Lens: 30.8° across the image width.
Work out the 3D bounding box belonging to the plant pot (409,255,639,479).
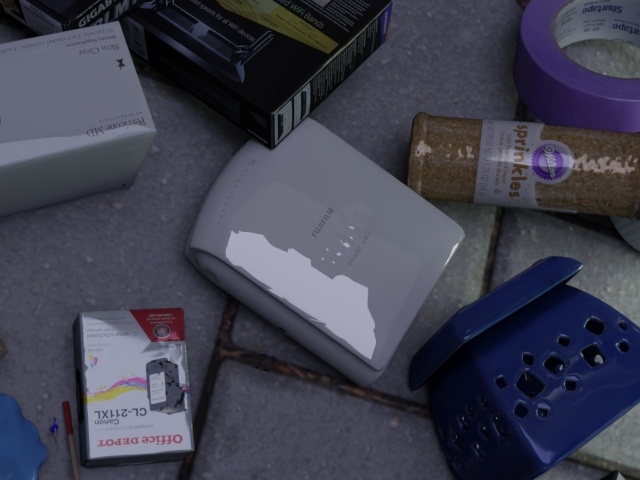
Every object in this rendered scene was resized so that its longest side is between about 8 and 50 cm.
[{"bbox_3d":[0.256,0.168,1.452,0.236,0.236,0.212,-29,77,-24],"label":"plant pot"}]

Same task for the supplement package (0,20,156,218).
[{"bbox_3d":[-0.351,-0.126,1.361,0.262,0.204,0.145,-17,80,-22],"label":"supplement package"}]

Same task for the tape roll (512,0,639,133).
[{"bbox_3d":[0.415,-0.259,1.644,0.275,0.090,0.274,0,50,0],"label":"tape roll"}]

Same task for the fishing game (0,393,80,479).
[{"bbox_3d":[-0.389,0.242,1.281,0.264,0.041,0.189,8,52,-37],"label":"fishing game"}]

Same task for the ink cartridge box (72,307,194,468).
[{"bbox_3d":[-0.222,0.174,1.379,0.128,0.072,0.175,-2,73,-19],"label":"ink cartridge box"}]

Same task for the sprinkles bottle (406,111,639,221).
[{"bbox_3d":[0.295,-0.096,1.540,0.356,0.121,0.121,5,70,7],"label":"sprinkles bottle"}]

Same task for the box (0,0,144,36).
[{"bbox_3d":[-0.319,-0.406,1.483,0.293,0.073,0.295,36,64,17],"label":"box"}]

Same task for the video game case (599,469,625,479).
[{"bbox_3d":[0.411,0.445,1.432,0.248,0.035,0.275,50,29,2],"label":"video game case"}]

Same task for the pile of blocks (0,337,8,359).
[{"bbox_3d":[-0.520,0.036,1.322,0.112,0.149,0.362,-45,82,8],"label":"pile of blocks"}]

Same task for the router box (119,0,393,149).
[{"bbox_3d":[-0.101,-0.293,1.509,0.309,0.081,0.243,36,65,18],"label":"router box"}]

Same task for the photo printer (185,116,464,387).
[{"bbox_3d":[0.000,0.000,1.485,0.308,0.107,0.256,36,66,-4],"label":"photo printer"}]

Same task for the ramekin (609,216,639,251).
[{"bbox_3d":[0.507,-0.069,1.667,0.207,0.109,0.207,5,73,-16],"label":"ramekin"}]
